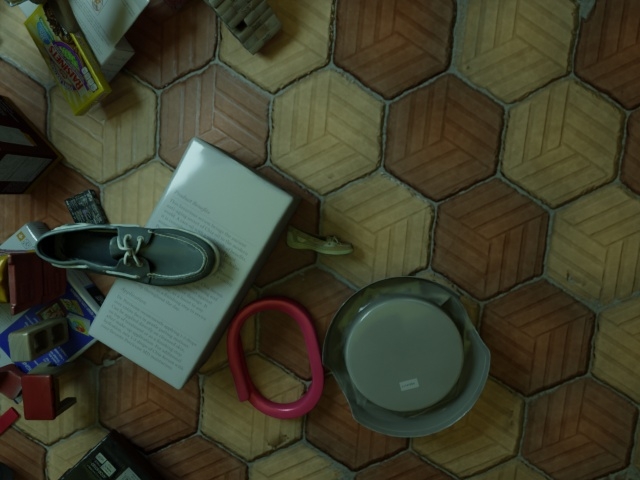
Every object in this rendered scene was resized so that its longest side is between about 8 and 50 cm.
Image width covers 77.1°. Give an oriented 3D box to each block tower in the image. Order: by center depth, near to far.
[{"bbox_3d":[-0.208,-0.504,0.728,0.097,0.335,0.091,-42,53,5],"label":"block tower"}]

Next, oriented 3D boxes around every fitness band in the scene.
[{"bbox_3d":[-0.101,0.271,0.926,0.209,0.054,0.291,-12,96,1],"label":"fitness band"}]

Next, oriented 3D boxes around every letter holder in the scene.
[{"bbox_3d":[-0.444,0.605,0.940,0.302,0.214,0.152,47,64,-2],"label":"letter holder"}]

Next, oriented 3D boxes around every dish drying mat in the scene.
[{"bbox_3d":[-0.783,0.449,0.996,0.083,0.008,0.032,-42,92,7],"label":"dish drying mat"}]

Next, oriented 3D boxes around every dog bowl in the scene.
[{"bbox_3d":[0.179,0.240,0.882,0.348,0.102,0.349,0,96,3],"label":"dog bowl"}]

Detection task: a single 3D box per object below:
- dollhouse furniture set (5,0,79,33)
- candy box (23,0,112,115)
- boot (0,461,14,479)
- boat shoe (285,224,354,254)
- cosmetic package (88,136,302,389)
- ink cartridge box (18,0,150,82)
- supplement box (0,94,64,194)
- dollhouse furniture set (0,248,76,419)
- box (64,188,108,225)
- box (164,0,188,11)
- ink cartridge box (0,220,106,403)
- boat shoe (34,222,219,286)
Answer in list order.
[{"bbox_3d":[-0.681,-0.386,0.693,0.394,0.256,0.362,41,62,20],"label":"dollhouse furniture set"},{"bbox_3d":[-0.515,-0.373,0.818,0.105,0.027,0.206,-23,98,28],"label":"candy box"},{"bbox_3d":[-0.885,0.699,0.961,0.377,0.138,0.284,-8,94,7],"label":"boot"},{"bbox_3d":[0.000,0.000,0.890,0.153,0.056,0.048,9,101,9],"label":"boat shoe"},{"bbox_3d":[-0.253,0.046,0.851,0.230,0.161,0.453,32,97,1],"label":"cosmetic package"},{"bbox_3d":[-0.488,-0.507,0.818,0.261,0.066,0.296,-33,94,24],"label":"ink cartridge box"},{"bbox_3d":[-0.701,-0.207,0.830,0.129,0.194,0.191,-42,92,7],"label":"supplement box"},{"bbox_3d":[-0.657,0.196,0.827,0.201,0.152,0.374,0,96,2],"label":"dollhouse furniture set"},{"bbox_3d":[-0.539,-0.067,0.925,0.067,0.018,0.083,-23,94,5],"label":"box"},{"bbox_3d":[-0.256,-0.638,0.790,0.300,0.142,0.154,-41,92,6],"label":"box"},{"bbox_3d":[-0.676,0.168,0.935,0.307,0.072,0.303,-37,94,7],"label":"ink cartridge box"},{"bbox_3d":[-0.348,0.026,0.726,0.319,0.099,0.116,8,94,5],"label":"boat shoe"}]
